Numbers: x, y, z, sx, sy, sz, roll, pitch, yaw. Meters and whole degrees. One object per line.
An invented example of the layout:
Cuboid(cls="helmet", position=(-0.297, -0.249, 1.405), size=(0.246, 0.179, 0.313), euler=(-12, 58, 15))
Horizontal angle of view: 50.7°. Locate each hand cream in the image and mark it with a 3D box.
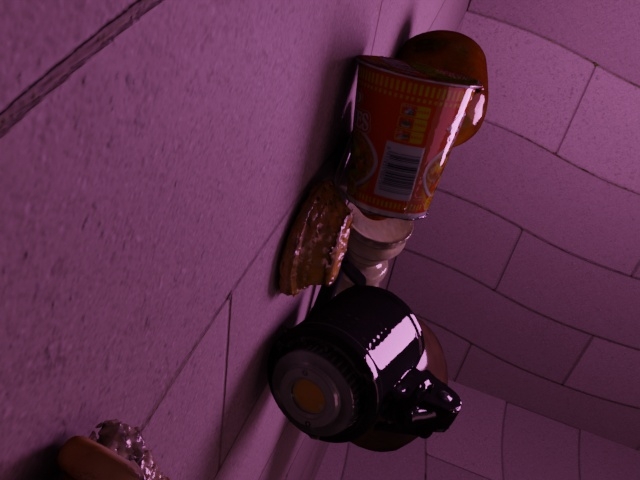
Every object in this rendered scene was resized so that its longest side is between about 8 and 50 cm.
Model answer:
Cuboid(cls="hand cream", position=(0.079, -0.124, 1.188), size=(0.139, 0.089, 0.314), euler=(-70, 161, -6))

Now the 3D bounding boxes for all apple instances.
Cuboid(cls="apple", position=(0.227, -0.299, 1.363), size=(0.237, 0.208, 0.236), euler=(-177, -90, -90))

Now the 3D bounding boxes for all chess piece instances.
Cuboid(cls="chess piece", position=(0.090, 0.038, 1.428), size=(0.251, 0.145, 0.144), euler=(108, 8, -45))

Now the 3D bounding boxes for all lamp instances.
Cuboid(cls="lamp", position=(0.034, 0.199, 1.148), size=(0.272, 0.374, 0.205), euler=(-7, 128, -43))

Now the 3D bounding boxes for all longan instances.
Cuboid(cls="longan", position=(0.147, 0.328, 1.697), size=(0.404, 0.336, 0.404), euler=(-19, 90, -79))

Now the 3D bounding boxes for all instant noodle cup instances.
Cuboid(cls="instant noodle cup", position=(0.124, -0.150, 1.006), size=(0.193, 0.193, 0.212), euler=(-48, 152, -66))

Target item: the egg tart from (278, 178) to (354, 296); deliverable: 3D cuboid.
Cuboid(cls="egg tart", position=(0.000, 0.000, 1.007), size=(0.191, 0.074, 0.191), euler=(17, 90, -79))

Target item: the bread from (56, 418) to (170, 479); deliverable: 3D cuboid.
Cuboid(cls="bread", position=(-0.166, 0.213, 0.472), size=(0.119, 0.084, 0.177), euler=(86, 26, -63))
